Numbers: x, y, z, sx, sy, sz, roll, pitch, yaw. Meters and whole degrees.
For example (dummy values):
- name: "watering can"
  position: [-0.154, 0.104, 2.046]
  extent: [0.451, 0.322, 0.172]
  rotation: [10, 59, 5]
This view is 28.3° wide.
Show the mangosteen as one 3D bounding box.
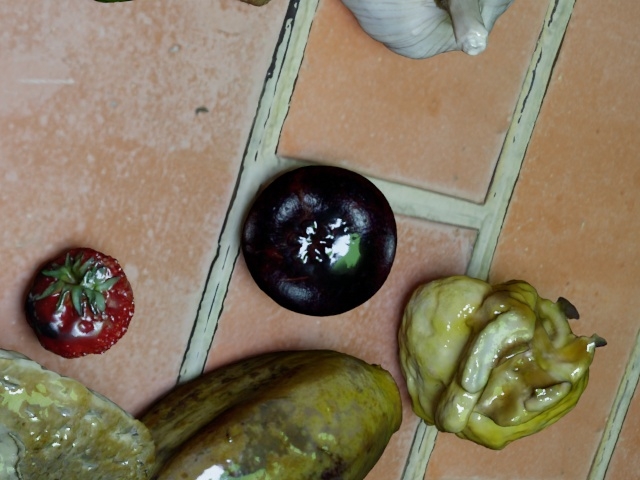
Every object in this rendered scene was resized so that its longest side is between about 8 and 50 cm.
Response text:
- name: "mangosteen"
  position: [0.000, 0.000, 1.220]
  extent: [0.152, 0.152, 0.152]
  rotation: [-13, 113, -32]

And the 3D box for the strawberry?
- name: "strawberry"
  position: [-0.206, 0.059, 1.112]
  extent: [0.106, 0.106, 0.106]
  rotation: [-13, 113, -32]

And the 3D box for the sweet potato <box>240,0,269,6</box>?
- name: "sweet potato"
  position: [-0.099, -0.295, 1.063]
  extent: [0.097, 0.097, 0.252]
  rotation: [-41, 134, -17]

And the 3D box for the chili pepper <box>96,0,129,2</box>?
- name: "chili pepper"
  position: [-0.220, -0.244, 1.011]
  extent: [0.204, 0.073, 0.072]
  rotation: [20, 108, -37]

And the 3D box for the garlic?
- name: "garlic"
  position: [0.117, -0.239, 1.144]
  extent: [0.199, 0.226, 0.199]
  rotation: [-7, 125, -10]

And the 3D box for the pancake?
- name: "pancake"
  position: [-0.324, 0.224, 1.031]
  extent: [0.387, 0.082, 0.387]
  rotation: [-18, 139, -16]

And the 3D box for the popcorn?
- name: "popcorn"
  position: [0.179, 0.121, 1.354]
  extent: [0.191, 0.190, 0.253]
  rotation: [-30, 162, -10]

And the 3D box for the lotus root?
- name: "lotus root"
  position: [-0.051, 0.209, 1.226]
  extent: [0.291, 0.193, 0.193]
  rotation: [-27, 120, -29]
